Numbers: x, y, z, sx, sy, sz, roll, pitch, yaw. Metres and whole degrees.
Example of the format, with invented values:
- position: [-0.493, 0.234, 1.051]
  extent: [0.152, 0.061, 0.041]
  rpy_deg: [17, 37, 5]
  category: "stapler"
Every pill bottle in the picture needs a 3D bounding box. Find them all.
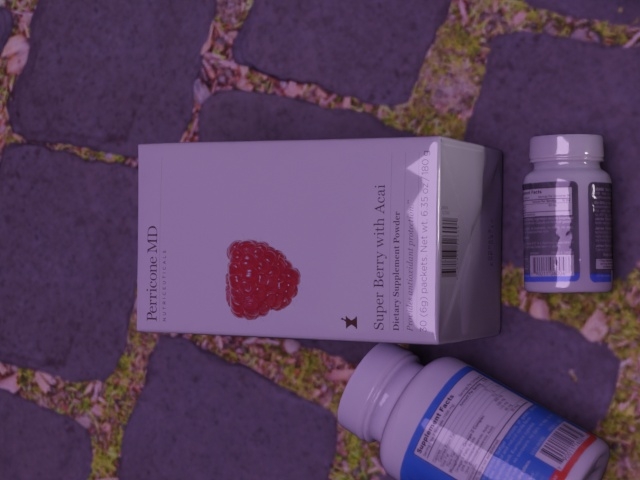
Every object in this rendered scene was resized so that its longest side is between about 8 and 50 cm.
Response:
- position: [0.131, 0.179, 1.265]
  extent: [0.221, 0.124, 0.124]
  rpy_deg: [29, 101, 23]
  category: "pill bottle"
- position: [0.216, -0.023, 1.254]
  extent: [0.078, 0.078, 0.137]
  rpy_deg: [-1, 88, 25]
  category: "pill bottle"

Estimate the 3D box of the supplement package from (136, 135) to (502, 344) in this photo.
- position: [0.000, 0.000, 1.299]
  extent: [0.293, 0.175, 0.177]
  rpy_deg: [0, 90, 25]
  category: "supplement package"
